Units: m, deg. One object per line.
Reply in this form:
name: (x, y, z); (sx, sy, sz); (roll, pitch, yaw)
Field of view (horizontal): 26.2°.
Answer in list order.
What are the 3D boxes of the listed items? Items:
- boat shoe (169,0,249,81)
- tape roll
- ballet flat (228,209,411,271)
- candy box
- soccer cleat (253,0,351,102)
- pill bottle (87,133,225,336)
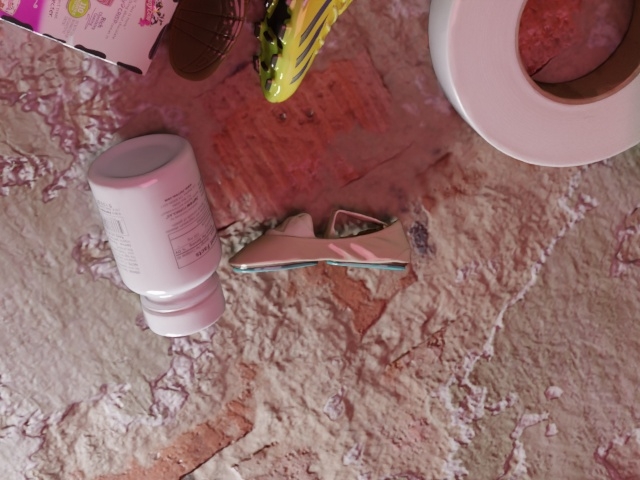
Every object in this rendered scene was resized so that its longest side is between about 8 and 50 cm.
boat shoe: (-0.113, -0.294, 1.599); (0.080, 0.073, 0.223); (20, 106, 1)
tape roll: (0.330, -0.282, 1.758); (0.392, 0.072, 0.392); (-7, 117, -15)
ballet flat: (0.000, 0.000, 1.791); (0.248, 0.086, 0.086); (0, 115, -20)
candy box: (-0.275, -0.304, 1.543); (0.233, 0.071, 0.159); (21, 107, -25)
soccer cleat: (0.003, -0.293, 1.631); (0.121, 0.093, 0.289); (6, 114, -28)
pill bottle: (-0.192, -0.004, 1.684); (0.131, 0.131, 0.229); (-19, 120, -9)
